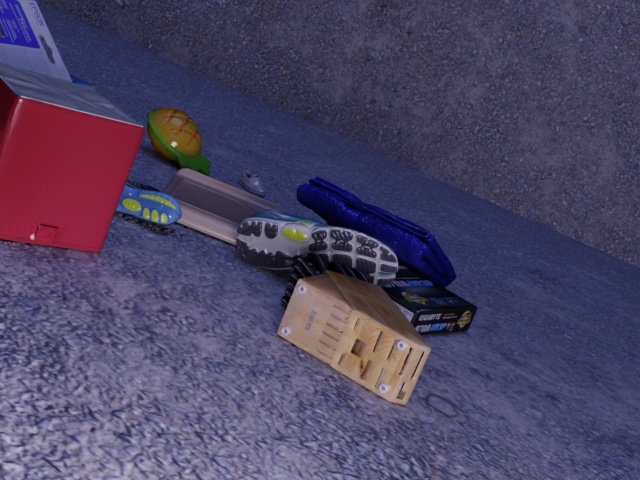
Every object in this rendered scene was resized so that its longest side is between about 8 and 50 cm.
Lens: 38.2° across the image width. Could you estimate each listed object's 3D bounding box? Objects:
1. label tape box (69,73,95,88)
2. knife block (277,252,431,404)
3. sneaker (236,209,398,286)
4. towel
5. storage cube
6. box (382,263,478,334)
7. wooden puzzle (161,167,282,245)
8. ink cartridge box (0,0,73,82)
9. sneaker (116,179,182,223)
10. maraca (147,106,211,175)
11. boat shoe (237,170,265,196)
[{"bbox_3d":[-0.630,-0.297,1.746,0.249,0.115,0.347,26,13,14],"label":"label tape box"},{"bbox_3d":[0.059,0.111,1.331,0.275,0.088,0.242,28,15,23],"label":"knife block"},{"bbox_3d":[0.000,0.000,1.519,0.275,0.107,0.110,16,28,13],"label":"sneaker"},{"bbox_3d":[0.118,-0.020,1.837,0.308,0.076,0.227,30,-2,28],"label":"towel"},{"bbox_3d":[-0.388,-0.117,1.271,0.215,0.193,0.183,12,17,-41],"label":"storage cube"},{"bbox_3d":[0.146,0.099,1.594,0.175,0.051,0.220,31,16,33],"label":"box"},{"bbox_3d":[-0.180,-0.050,1.679,0.220,0.044,0.239,22,18,-6],"label":"wooden puzzle"},{"bbox_3d":[-0.517,-0.314,1.539,0.208,0.045,0.206,-14,77,-63],"label":"ink cartridge box"},{"bbox_3d":[-0.314,-0.069,1.513,0.188,0.067,0.078,22,-8,5],"label":"sneaker"},{"bbox_3d":[-0.303,-0.211,1.982,0.186,0.099,0.127,54,29,14],"label":"maraca"},{"bbox_3d":[-0.147,-0.127,2.022,0.035,0.035,0.100,13,16,-36],"label":"boat shoe"}]
